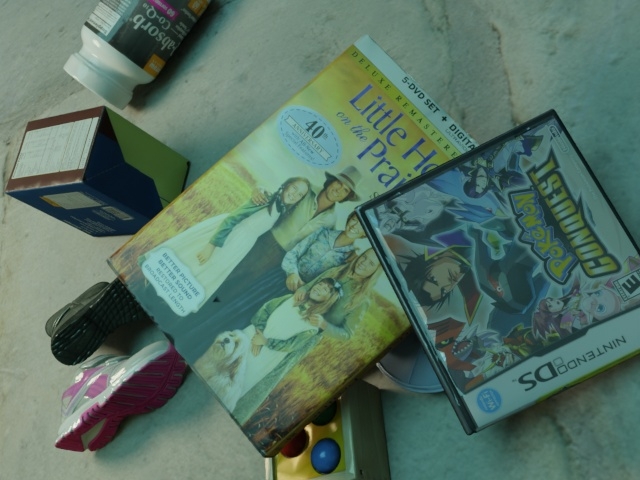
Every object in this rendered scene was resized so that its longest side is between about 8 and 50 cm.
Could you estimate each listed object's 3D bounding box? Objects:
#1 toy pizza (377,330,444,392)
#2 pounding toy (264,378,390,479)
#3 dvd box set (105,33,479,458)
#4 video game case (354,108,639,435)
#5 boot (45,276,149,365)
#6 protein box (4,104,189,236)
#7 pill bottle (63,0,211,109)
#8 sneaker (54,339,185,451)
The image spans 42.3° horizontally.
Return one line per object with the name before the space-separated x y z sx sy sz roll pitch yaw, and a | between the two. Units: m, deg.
toy pizza | 0.144 0.089 1.010 0.201 0.032 0.201 -20 56 33
pounding toy | -0.017 0.286 0.994 0.181 0.094 0.206 -22 56 27
dvd box set | 0.000 0.000 0.976 0.420 0.062 0.308 -41 76 -2
video game case | 0.205 0.030 0.887 0.248 0.035 0.275 -27 74 2
boot | -0.338 0.090 1.330 0.246 0.083 0.161 -35 22 -9
protein box | -0.369 -0.106 1.377 0.201 0.200 0.136 -3 67 36
pill bottle | -0.338 -0.390 1.521 0.278 0.162 0.162 -54 48 3
sneaker | -0.312 0.213 1.245 0.252 0.103 0.111 -35 53 17
